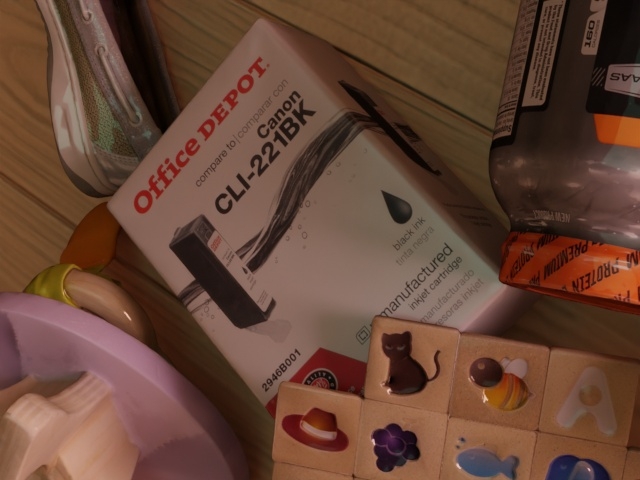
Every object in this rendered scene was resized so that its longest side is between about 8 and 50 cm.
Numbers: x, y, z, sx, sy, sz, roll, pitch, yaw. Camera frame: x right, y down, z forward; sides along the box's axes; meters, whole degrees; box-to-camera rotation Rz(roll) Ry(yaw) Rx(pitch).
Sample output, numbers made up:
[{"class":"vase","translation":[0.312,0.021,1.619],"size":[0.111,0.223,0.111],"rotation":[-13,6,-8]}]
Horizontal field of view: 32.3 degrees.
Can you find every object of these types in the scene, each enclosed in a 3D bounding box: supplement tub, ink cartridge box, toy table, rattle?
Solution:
[{"class":"supplement tub","translation":[0.212,-0.113,0.662],"size":[0.194,0.194,0.315],"rotation":[10,88,28]},{"class":"ink cartridge box","translation":[0.000,0.000,0.821],"size":[0.197,0.114,0.273],"rotation":[-48,68,18]},{"class":"toy table","translation":[-0.207,0.169,0.841],"size":[0.274,0.161,0.252],"rotation":[23,126,12]},{"class":"rattle","translation":[-0.159,0.086,0.951],"size":[0.200,0.142,0.130],"rotation":[40,110,-10]}]

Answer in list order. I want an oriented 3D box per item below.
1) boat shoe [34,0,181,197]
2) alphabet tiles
[{"class":"boat shoe","translation":[-0.177,-0.200,0.930],"size":[0.103,0.118,0.320],"rotation":[-9,87,21]},{"class":"alphabet tiles","translation":[0.100,0.225,0.743],"size":[0.285,0.011,0.342],"rotation":[9,105,11]}]
